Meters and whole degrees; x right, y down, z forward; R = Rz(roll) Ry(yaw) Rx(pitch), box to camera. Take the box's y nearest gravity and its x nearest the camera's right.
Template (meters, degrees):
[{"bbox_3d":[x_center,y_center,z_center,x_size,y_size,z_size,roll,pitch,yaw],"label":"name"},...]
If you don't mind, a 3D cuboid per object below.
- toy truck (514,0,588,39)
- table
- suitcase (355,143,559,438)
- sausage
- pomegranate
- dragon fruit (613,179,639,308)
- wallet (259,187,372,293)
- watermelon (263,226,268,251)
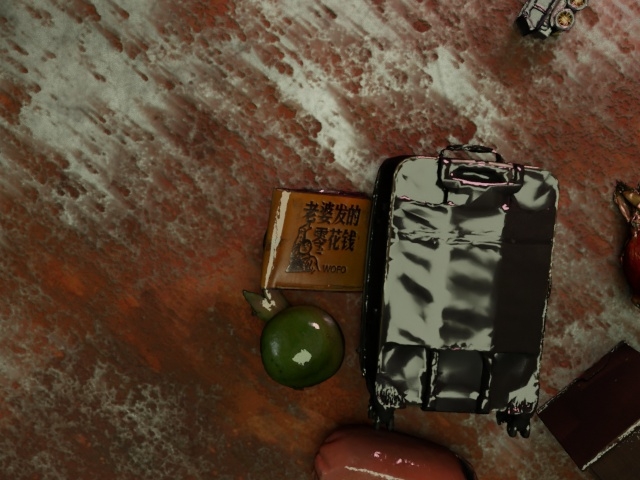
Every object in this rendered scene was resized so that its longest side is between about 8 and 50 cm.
[{"bbox_3d":[0.373,-0.397,1.397,0.092,0.083,0.192,32,96,0],"label":"toy truck"},{"bbox_3d":[0.524,0.346,1.415,0.196,0.250,0.282,-41,97,3],"label":"table"},{"bbox_3d":[0.211,0.070,1.396,0.283,0.194,0.433,4,97,-5],"label":"suitcase"},{"bbox_3d":[0.122,0.383,1.458,0.280,0.152,0.152,17,97,-4],"label":"sausage"},{"bbox_3d":[-0.048,0.143,1.427,0.131,0.152,0.191,-42,82,2],"label":"pomegranate"},{"bbox_3d":[0.529,0.014,1.449,0.126,0.125,0.246,-23,81,15],"label":"dragon fruit"},{"bbox_3d":[0.002,-0.001,1.409,0.196,0.042,0.160,4,94,-37],"label":"wallet"},{"bbox_3d":[-0.046,0.002,1.446,0.106,0.062,0.105,-5,104,-22],"label":"watermelon"}]
